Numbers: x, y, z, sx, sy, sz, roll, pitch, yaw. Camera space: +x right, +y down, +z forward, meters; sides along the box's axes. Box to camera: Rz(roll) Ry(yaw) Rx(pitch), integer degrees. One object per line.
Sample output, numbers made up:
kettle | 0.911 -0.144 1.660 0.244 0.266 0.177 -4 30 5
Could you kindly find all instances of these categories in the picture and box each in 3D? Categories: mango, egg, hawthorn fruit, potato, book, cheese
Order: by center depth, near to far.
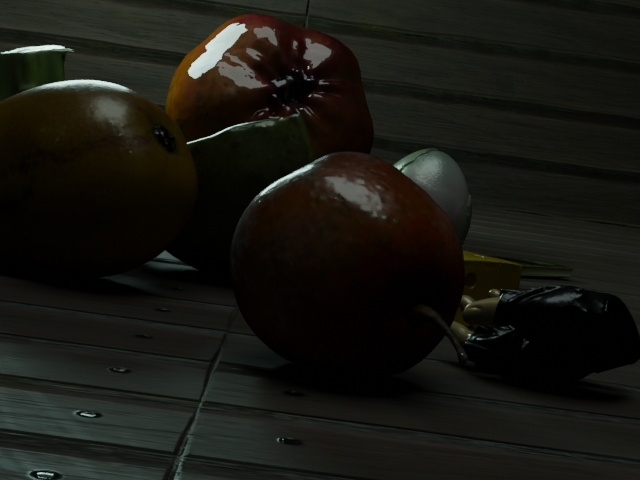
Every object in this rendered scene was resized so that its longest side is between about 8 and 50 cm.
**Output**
hawthorn fruit | 0.040 0.038 1.322 0.263 0.231 0.235 43 40 5
mango | -0.344 -0.077 1.687 0.378 0.263 0.221 -7 -7 21
cheese | 0.172 0.066 1.732 0.126 0.093 0.171 15 11 42
potato | -0.120 -0.024 1.858 0.280 0.212 0.330 -16 -10 -2
egg | 0.174 -0.055 2.232 0.183 0.217 0.183 10 5 -1
book | 0.338 0.045 2.398 0.228 0.024 0.160 3 6 -32
hawthorn fruit | -0.129 -0.242 2.740 0.472 0.471 0.472 8 7 -1

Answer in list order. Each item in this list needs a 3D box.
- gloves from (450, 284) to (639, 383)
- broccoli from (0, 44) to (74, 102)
gloves | 0.236 0.101 1.428 0.203 0.124 0.164 -12 -28 31
broccoli | -0.457 -0.131 1.980 0.338 0.317 0.277 -27 -1 26
